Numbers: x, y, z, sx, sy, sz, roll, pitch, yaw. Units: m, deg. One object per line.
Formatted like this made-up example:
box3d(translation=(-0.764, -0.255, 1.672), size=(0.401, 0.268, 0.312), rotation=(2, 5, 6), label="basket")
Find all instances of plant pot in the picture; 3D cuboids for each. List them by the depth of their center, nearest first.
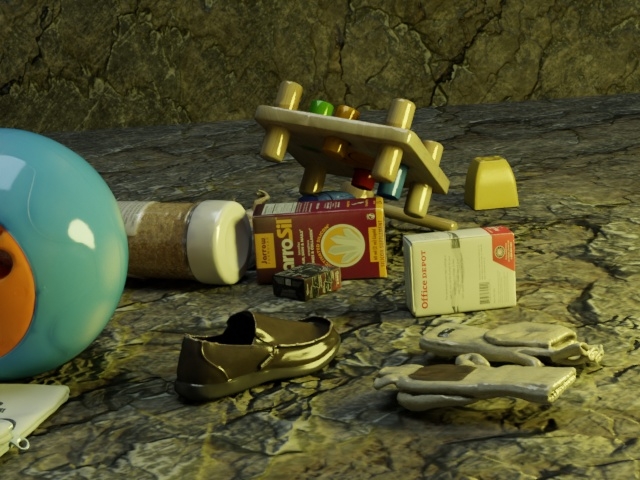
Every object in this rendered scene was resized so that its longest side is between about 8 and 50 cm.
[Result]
box3d(translation=(0.299, -0.104, 2.269), size=(0.081, 0.083, 0.081), rotation=(-5, 14, -7), label="plant pot")

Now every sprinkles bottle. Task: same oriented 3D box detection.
box3d(translation=(-0.282, -0.001, 1.898), size=(0.355, 0.121, 0.121), rotation=(2, 14, 23), label="sprinkles bottle")

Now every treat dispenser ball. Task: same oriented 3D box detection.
box3d(translation=(-0.364, 0.016, 1.470), size=(0.288, 0.288, 0.288), rotation=(-4, 13, 1), label="treat dispenser ball")

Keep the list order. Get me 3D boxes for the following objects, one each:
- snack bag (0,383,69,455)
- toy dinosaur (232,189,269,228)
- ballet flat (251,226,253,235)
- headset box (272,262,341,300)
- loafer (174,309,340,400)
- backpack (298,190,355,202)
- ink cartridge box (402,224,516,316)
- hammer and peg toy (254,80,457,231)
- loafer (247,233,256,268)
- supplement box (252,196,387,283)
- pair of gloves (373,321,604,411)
box3d(translation=(-0.448, 0.195, 1.281), size=(0.323, 0.037, 0.342), rotation=(-1, 13, 15), label="snack bag")
box3d(translation=(-0.109, -0.045, 2.242), size=(0.183, 0.053, 0.093), rotation=(-10, 28, 5), label="toy dinosaur")
box3d(translation=(-0.120, -0.004, 2.059), size=(0.041, 0.041, 0.114), rotation=(-11, 14, -31), label="ballet flat")
box3d(translation=(-0.016, 0.055, 1.775), size=(0.062, 0.032, 0.083), rotation=(8, 17, 41), label="headset box")
box3d(translation=(-0.064, 0.114, 1.423), size=(0.220, 0.078, 0.080), rotation=(-16, 18, -42), label="loafer")
box3d(translation=(-0.003, -0.022, 1.962), size=(0.120, 0.101, 0.098), rotation=(-16, 8, -36), label="backpack")
box3d(translation=(0.176, 0.038, 1.642), size=(0.135, 0.099, 0.056), rotation=(-5, 13, -8), label="ink cartridge box")
box3d(translation=(0.076, -0.123, 2.023), size=(0.265, 0.127, 0.361), rotation=(11, -12, 22), label="hammer and peg toy")
box3d(translation=(-0.077, -0.006, 1.922), size=(0.125, 0.045, 0.039), rotation=(-42, -8, 17), label="loafer")
box3d(translation=(0.000, 0.000, 1.850), size=(0.188, 0.104, 0.081), rotation=(-4, 14, 3), label="supplement box")
box3d(translation=(0.180, 0.134, 1.352), size=(0.204, 0.042, 0.240), rotation=(-2, 11, 25), label="pair of gloves")
